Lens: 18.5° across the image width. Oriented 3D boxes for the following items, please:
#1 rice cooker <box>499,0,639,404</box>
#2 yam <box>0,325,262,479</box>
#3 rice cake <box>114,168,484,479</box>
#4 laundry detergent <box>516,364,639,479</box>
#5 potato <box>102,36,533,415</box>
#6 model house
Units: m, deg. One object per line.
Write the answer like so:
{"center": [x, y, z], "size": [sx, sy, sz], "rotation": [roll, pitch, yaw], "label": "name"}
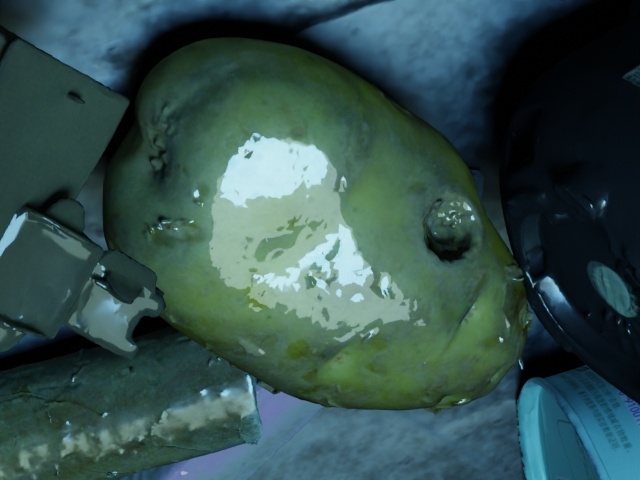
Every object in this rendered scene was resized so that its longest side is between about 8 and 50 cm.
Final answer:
{"center": [0.243, -0.025, 1.201], "size": [0.224, 0.267, 0.267], "rotation": [-34, 138, -18], "label": "rice cooker"}
{"center": [-0.162, 0.118, 1.275], "size": [0.259, 0.093, 0.093], "rotation": [-15, 135, 1], "label": "yam"}
{"center": [-0.018, 0.085, 1.345], "size": [0.073, 0.056, 0.365], "rotation": [26, 118, -40], "label": "rice cake"}
{"center": [0.335, 0.190, 1.426], "size": [0.305, 0.287, 0.287], "rotation": [-17, 135, -7], "label": "laundry detergent"}
{"center": [0.000, 0.000, 1.190], "size": [0.296, 0.141, 0.191], "rotation": [37, 102, -18], "label": "potato"}
{"center": [-0.202, -0.015, 1.054], "size": [0.243, 0.204, 0.211], "rotation": [29, 92, -26], "label": "model house"}
